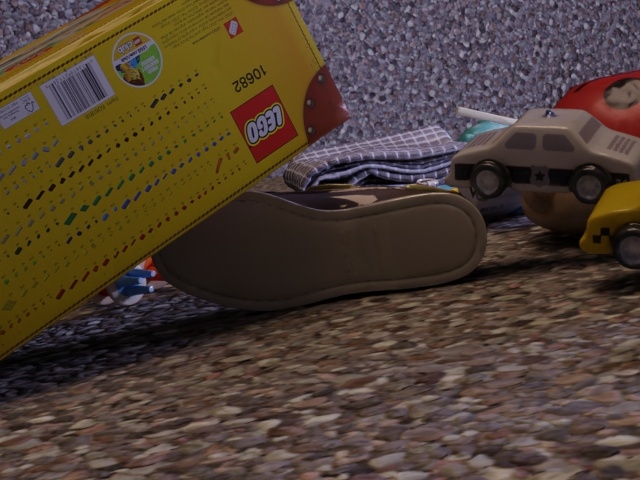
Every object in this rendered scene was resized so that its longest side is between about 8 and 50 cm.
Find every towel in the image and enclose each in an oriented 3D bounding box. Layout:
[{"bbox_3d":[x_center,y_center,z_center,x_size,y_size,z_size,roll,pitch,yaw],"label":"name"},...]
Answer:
[{"bbox_3d":[0.094,-0.093,1.804,0.284,0.121,0.235,-11,7,-8],"label":"towel"}]

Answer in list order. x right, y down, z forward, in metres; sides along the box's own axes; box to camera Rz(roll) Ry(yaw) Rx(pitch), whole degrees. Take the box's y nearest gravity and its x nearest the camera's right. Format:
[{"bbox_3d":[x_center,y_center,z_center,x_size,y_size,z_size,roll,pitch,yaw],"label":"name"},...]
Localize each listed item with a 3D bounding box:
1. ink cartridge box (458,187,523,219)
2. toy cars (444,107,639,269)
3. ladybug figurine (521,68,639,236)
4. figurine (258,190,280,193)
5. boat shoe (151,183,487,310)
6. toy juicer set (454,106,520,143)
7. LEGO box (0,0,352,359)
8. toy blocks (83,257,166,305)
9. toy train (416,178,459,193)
[{"bbox_3d":[0.238,-0.088,1.496,0.104,0.060,0.180,-11,-18,-7],"label":"ink cartridge box"},{"bbox_3d":[0.258,-0.062,1.039,0.177,0.087,0.394,-14,22,-22],"label":"toy cars"},{"bbox_3d":[0.406,-0.114,1.307,0.449,0.161,0.305,-14,8,-27],"label":"ladybug figurine"},{"bbox_3d":[0.031,-0.029,1.536,0.209,0.092,0.215,-11,6,-44],"label":"figurine"},{"bbox_3d":[0.000,0.000,1.184,0.325,0.116,0.097,-5,7,9],"label":"boat shoe"},{"bbox_3d":[0.312,-0.137,1.922,0.209,0.089,0.329,9,-4,8],"label":"toy juicer set"},{"bbox_3d":[-0.283,-0.062,1.146,0.500,0.193,0.372,-37,19,-27],"label":"LEGO box"},{"bbox_3d":[-0.212,0.041,1.414,0.123,0.054,0.148,-16,9,-40],"label":"toy blocks"},{"bbox_3d":[0.220,-0.065,1.652,0.166,0.046,0.125,-9,14,-9],"label":"toy train"}]
